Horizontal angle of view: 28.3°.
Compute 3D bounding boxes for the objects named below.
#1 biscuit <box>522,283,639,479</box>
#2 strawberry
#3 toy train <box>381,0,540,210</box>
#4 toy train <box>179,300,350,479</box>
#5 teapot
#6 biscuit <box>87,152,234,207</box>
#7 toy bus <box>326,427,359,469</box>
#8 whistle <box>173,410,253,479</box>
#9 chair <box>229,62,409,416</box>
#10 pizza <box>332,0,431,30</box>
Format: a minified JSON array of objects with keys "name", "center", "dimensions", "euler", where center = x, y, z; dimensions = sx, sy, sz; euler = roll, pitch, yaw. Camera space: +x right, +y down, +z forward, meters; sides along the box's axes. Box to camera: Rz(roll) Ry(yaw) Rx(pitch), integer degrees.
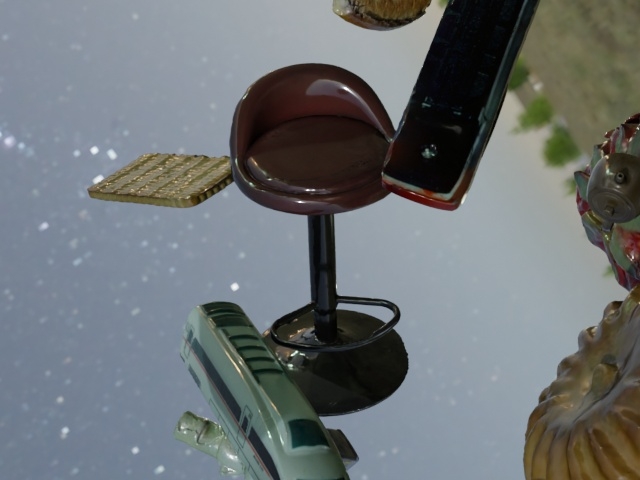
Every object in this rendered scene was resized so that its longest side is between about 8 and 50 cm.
[{"name":"biscuit","center":[0.317,0.160,1.282],"dimensions":[0.107,0.326,0.326],"euler":[35,-162,-12]},{"name":"strawberry","center":[0.558,-0.037,1.795],"dimensions":[0.345,0.295,0.317],"euler":[12,179,-20]},{"name":"toy train","center":[0.160,-0.196,1.269],"dimensions":[0.089,0.086,0.409],"euler":[89,-159,-63]},{"name":"toy train","center":[-0.056,0.201,1.457],"dimensions":[0.086,0.088,0.407],"euler":[4,-156,-28]},{"name":"teapot","center":[0.349,-0.050,1.500],"dimensions":[0.076,0.068,0.121],"euler":[24,148,16]},{"name":"biscuit","center":[-0.257,-0.104,2.177],"dimensions":[0.172,0.254,0.029],"euler":[-38,-56,-45]},{"name":"toy bus","center":[-0.043,0.318,1.645],"dimensions":[0.064,0.190,0.075],"euler":[55,-165,30]},{"name":"whistle","center":[-0.087,0.310,1.777],"dimensions":[0.258,0.126,0.067],"euler":[22,156,14]},{"name":"chair","center":[0.000,0.000,1.600],"dimensions":[0.226,0.226,0.401],"euler":[-103,8,-57]},{"name":"pizza","center":[0.058,-0.331,1.414],"dimensions":[0.185,0.052,0.195],"euler":[-14,-80,-54]}]
